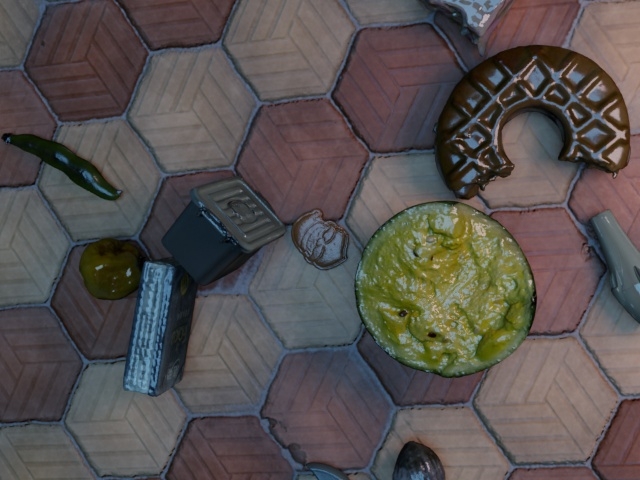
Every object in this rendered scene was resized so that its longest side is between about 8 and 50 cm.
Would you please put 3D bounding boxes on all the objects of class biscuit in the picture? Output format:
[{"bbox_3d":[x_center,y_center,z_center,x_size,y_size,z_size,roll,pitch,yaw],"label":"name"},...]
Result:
[{"bbox_3d":[0.389,-0.228,1.618,0.366,0.115,0.268,-8,91,8],"label":"biscuit"},{"bbox_3d":[0.000,0.000,1.737,0.102,0.019,0.130,-45,86,9],"label":"biscuit"}]

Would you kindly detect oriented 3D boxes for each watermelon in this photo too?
[{"bbox_3d":[0.244,0.086,1.620,0.330,0.189,0.331,4,100,25],"label":"watermelon"}]

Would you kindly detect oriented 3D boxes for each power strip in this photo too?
[{"bbox_3d":[0.010,0.566,1.748,0.137,0.044,0.216,13,94,8],"label":"power strip"}]

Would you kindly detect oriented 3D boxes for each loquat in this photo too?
[{"bbox_3d":[-0.424,0.060,1.764,0.137,0.113,0.137,2,78,-8],"label":"loquat"}]

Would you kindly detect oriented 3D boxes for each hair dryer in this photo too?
[{"bbox_3d":[0.632,0.002,1.621,0.267,0.092,0.229,-42,80,-5],"label":"hair dryer"}]

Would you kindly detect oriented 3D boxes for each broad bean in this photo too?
[{"bbox_3d":[-0.543,-0.169,1.806,0.297,0.043,0.060,30,108,8],"label":"broad bean"}]

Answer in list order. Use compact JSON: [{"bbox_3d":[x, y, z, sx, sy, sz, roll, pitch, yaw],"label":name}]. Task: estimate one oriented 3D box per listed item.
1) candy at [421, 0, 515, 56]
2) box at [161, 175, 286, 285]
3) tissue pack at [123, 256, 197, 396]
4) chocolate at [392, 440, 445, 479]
[{"bbox_3d":[0.292,-0.484,1.611,0.185,0.137,0.195,38,96,6],"label":"candy"},{"bbox_3d":[-0.190,-0.016,1.667,0.163,0.243,0.135,46,111,4],"label":"box"},{"bbox_3d":[-0.314,0.164,1.710,0.081,0.185,0.257,10,94,8],"label":"tissue pack"},{"bbox_3d":[0.200,0.518,1.685,0.110,0.110,0.248,-8,96,9],"label":"chocolate"}]
